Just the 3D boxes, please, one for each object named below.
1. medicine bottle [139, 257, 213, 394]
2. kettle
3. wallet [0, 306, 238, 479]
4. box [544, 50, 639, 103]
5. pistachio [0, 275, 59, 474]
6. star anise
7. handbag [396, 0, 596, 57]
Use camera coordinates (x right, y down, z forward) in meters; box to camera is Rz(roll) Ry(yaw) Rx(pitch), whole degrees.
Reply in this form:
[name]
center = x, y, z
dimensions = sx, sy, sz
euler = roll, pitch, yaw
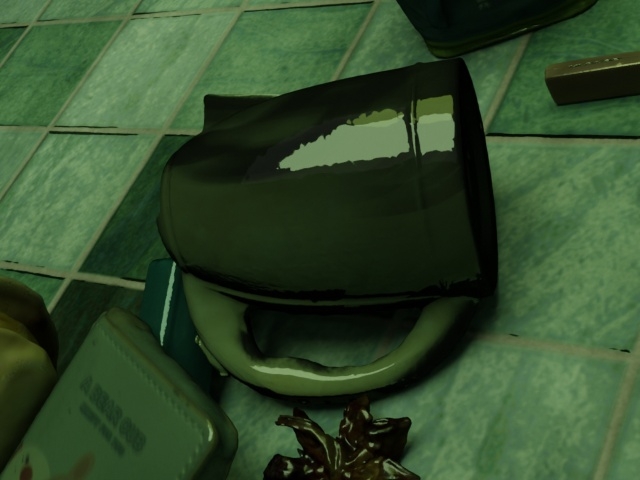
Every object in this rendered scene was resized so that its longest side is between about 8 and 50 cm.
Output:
[medicine bottle]
center = -0.147, 0.130, 1.097
dimensions = 0.079, 0.124, 0.258
euler = -7, 61, 29
[kettle]
center = 0.000, 0.000, 1.020
dimensions = 0.324, 0.228, 0.321
euler = -7, 89, 15
[wallet]
center = -0.220, 0.265, 0.970
dimensions = 0.252, 0.083, 0.360
euler = 35, 95, 41
[box]
center = 0.299, -0.174, 1.111
dimensions = 0.115, 0.048, 0.025
euler = -5, 55, 31
[pistachio]
center = -0.397, 0.178, 1.114
dimensions = 0.321, 0.238, 0.229
euler = -54, 41, 26
[star anise]
center = 0.018, 0.213, 0.943
dimensions = 0.168, 0.057, 0.168
euler = -11, 55, 17
[handbag]
center = 0.185, -0.378, 1.229
dimensions = 0.263, 0.241, 0.222
euler = -19, 45, 21
